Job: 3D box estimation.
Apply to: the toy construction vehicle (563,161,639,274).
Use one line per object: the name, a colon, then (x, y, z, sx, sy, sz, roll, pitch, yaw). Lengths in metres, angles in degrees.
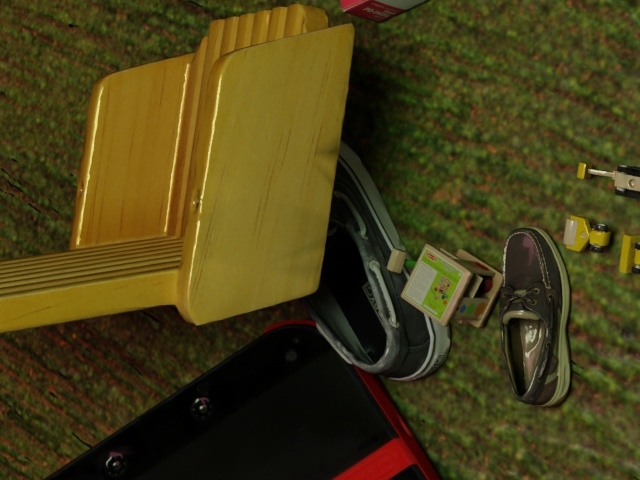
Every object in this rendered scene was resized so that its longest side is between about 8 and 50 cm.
toy construction vehicle: (0.246, -0.018, 1.158, 0.098, 0.035, 0.086, 12, 104, 41)

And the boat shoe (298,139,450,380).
boat shoe: (0.000, 0.000, 1.298, 0.108, 0.102, 0.301, -44, 61, 26)

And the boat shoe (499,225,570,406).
boat shoe: (0.174, 0.061, 1.190, 0.056, 0.049, 0.152, -16, 75, 36)

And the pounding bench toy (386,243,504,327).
pounding bench toy: (0.105, 0.032, 1.237, 0.083, 0.065, 0.052, 34, 107, 35)

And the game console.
game console: (-0.076, 0.282, 1.257, 0.386, 0.060, 0.342, -34, 61, 2)

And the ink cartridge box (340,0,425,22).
ink cartridge box: (0.085, -0.274, 1.286, 0.150, 0.063, 0.109, -19, 73, 35)

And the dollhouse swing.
dollhouse swing: (-0.196, -0.067, 1.258, 0.347, 0.305, 0.315, -171, 89, -65)
